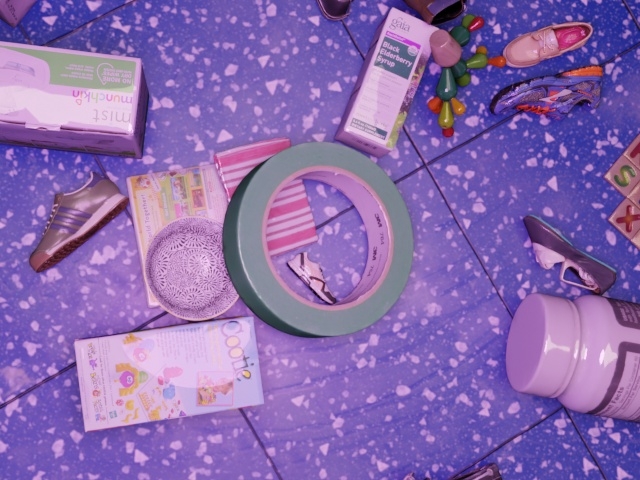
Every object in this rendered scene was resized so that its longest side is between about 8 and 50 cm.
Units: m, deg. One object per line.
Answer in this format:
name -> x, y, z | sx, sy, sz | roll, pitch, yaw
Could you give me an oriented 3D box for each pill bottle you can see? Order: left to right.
pill bottle -> 0.518, 0.204, 1.470 | 0.361, 0.204, 0.204 | 12, 84, -7

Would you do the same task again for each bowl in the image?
bowl -> -0.213, 0.048, 1.407 | 0.170, 0.080, 0.170 | 4, 81, -24

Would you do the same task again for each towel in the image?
towel -> -0.092, -0.070, 1.477 | 0.144, 0.029, 0.196 | -17, 93, -25

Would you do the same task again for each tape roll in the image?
tape roll -> 0.000, 0.000, 1.431 | 0.322, 0.077, 0.321 | 5, 79, -25

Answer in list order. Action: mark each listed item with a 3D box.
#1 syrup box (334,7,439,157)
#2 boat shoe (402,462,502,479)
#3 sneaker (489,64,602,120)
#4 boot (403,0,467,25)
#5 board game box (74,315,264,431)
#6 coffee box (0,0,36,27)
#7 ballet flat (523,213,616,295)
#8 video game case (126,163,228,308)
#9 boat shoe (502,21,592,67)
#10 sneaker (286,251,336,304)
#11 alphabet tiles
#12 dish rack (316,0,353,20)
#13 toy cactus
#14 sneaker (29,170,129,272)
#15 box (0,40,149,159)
syrup box -> 0.115, -0.273, 1.506 | 0.093, 0.096, 0.236 | 22, 83, -8
boat shoe -> 0.171, 0.443, 1.449 | 0.307, 0.113, 0.104 | -11, 81, -12
sneaker -> 0.413, -0.255, 1.558 | 0.221, 0.083, 0.087 | -14, 95, -6
boot -> 0.244, -0.433, 1.522 | 0.219, 0.082, 0.106 | -18, 62, -22
board game box -> -0.240, 0.209, 1.392 | 0.276, 0.142, 0.144 | -7, 86, -8
coffee box -> -0.596, -0.499, 1.387 | 0.297, 0.168, 0.118 | 37, 81, -4
ballet flat -> 0.436, 0.034, 1.542 | 0.203, 0.074, 0.074 | 34, 82, -6
video game case -> -0.210, -0.013, 1.475 | 0.207, 0.026, 0.226 | -10, 88, -9
boat shoe -> 0.416, -0.364, 1.575 | 0.170, 0.059, 0.063 | -21, 89, -9
sneaker -> -0.007, 0.065, 1.489 | 0.044, 0.040, 0.109 | -43, 93, -11
alphabet tiles -> 0.704, -0.108, 1.620 | 0.285, 0.011, 0.342 | 42, 81, -3
dish rack -> 0.098, -0.535, 1.540 | 0.272, 0.074, 0.208 | -23, 90, -11
toy cactus -> 0.236, -0.301, 1.488 | 0.112, 0.180, 0.218 | 22, 85, 28
sneaker -> -0.418, -0.037, 1.432 | 0.192, 0.064, 0.086 | -40, 84, -9
box -> -0.412, -0.213, 1.358 | 0.262, 0.231, 0.126 | 6, 85, -7
